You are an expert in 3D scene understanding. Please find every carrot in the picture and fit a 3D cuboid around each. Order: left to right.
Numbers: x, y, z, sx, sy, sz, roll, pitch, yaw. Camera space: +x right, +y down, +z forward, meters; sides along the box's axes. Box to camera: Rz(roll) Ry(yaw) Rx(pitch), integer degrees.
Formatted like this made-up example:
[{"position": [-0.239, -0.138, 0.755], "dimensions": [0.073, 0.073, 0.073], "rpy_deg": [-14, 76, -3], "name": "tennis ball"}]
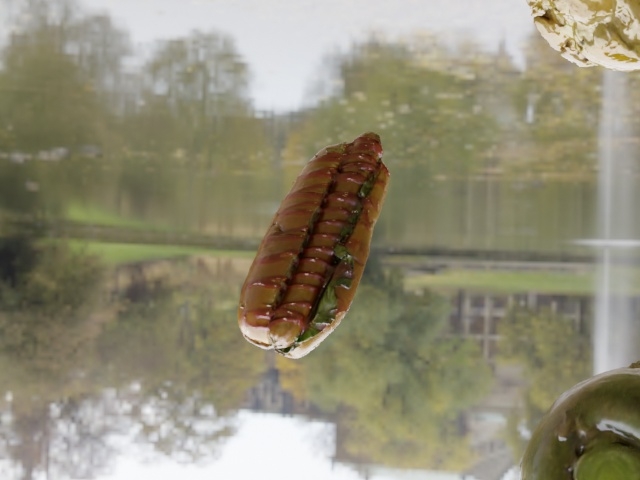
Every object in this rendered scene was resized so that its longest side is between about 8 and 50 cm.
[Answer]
[{"position": [0.325, 0.234, 1.147], "dimensions": [0.224, 0.224, 0.340], "rpy_deg": [0, 166, 33], "name": "carrot"}]

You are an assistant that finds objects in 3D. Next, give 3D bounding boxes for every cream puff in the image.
[{"position": [0.226, -0.220, 0.968], "dimensions": [0.189, 0.189, 0.129], "rpy_deg": [3, -176, -42], "name": "cream puff"}]

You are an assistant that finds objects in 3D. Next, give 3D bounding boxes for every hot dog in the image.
[{"position": [0.000, -0.001, 0.700], "dimensions": [0.062, 0.144, 0.038], "rpy_deg": [20, 155, 11], "name": "hot dog"}]
